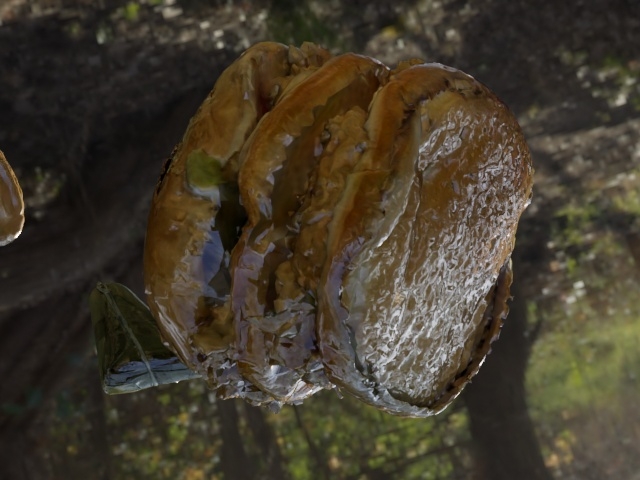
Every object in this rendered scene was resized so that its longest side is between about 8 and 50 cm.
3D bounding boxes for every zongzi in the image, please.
[{"bbox_3d":[-0.141,0.077,1.086,0.113,0.104,0.052,-11,154,-6],"label":"zongzi"}]

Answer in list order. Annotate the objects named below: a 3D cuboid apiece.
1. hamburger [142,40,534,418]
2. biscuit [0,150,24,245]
[{"bbox_3d":[0.004,0.005,0.809,0.211,0.260,0.245,16,-149,27],"label":"hamburger"},{"bbox_3d":[-0.370,-0.061,0.828,0.376,0.269,0.051,15,173,-35],"label":"biscuit"}]
